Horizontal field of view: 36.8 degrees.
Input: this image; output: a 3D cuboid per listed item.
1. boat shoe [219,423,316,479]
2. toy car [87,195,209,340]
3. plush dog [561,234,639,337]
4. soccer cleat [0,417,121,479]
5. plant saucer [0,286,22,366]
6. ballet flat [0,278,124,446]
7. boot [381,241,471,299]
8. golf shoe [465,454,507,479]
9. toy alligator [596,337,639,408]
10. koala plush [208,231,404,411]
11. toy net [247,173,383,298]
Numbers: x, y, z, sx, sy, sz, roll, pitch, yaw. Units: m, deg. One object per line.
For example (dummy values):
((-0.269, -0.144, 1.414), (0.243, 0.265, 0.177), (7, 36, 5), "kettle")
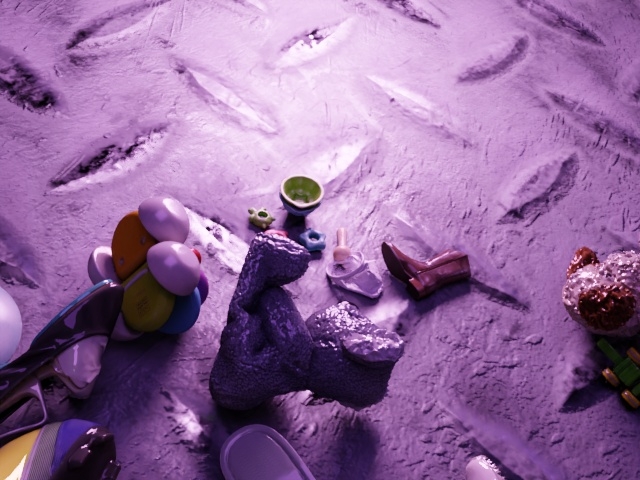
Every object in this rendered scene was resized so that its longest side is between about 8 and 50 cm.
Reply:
((-0.007, 0.337, 1.047), (0.114, 0.091, 0.303), (-26, 58, -10), "boat shoe")
((-0.210, 0.047, 1.257), (0.136, 0.159, 0.182), (29, 31, -42), "toy car")
((0.462, 0.081, 1.385), (0.225, 0.211, 0.262), (1, 11, 4), "plush dog")
((-0.331, 0.271, 0.992), (0.121, 0.094, 0.289), (1, 17, 29), "soccer cleat")
((-0.471, 0.100, 1.191), (0.194, 0.037, 0.195), (8, 46, -8), "plant saucer")
((-0.324, 0.162, 1.118), (0.280, 0.095, 0.096), (-38, 74, -17), "ballet flat")
((0.159, 0.028, 1.429), (0.114, 0.037, 0.106), (-24, 70, -29), "boot")
((0.184, 0.332, 1.124), (0.086, 0.069, 0.176), (-3, 46, -9), "golf shoe")
((0.453, 0.210, 1.326), (0.190, 0.056, 0.051), (52, 15, 31), "toy alligator")
((-0.009, 0.136, 1.188), (0.221, 0.196, 0.203), (17, 56, 1), "koala plush")
((0.000, 0.000, 1.408), (0.122, 0.045, 0.232), (-26, 58, -34), "toy net")
